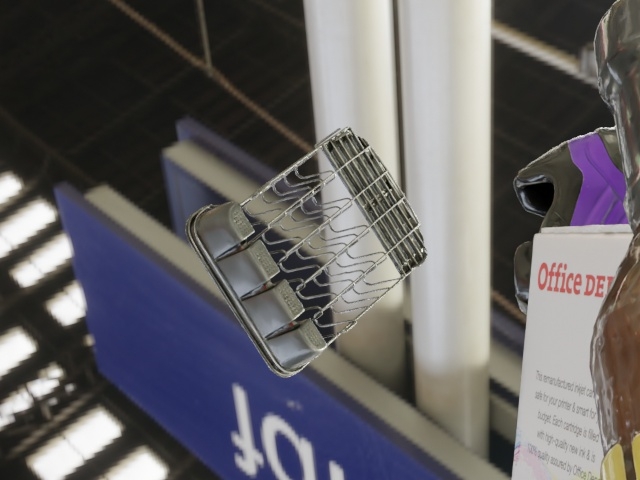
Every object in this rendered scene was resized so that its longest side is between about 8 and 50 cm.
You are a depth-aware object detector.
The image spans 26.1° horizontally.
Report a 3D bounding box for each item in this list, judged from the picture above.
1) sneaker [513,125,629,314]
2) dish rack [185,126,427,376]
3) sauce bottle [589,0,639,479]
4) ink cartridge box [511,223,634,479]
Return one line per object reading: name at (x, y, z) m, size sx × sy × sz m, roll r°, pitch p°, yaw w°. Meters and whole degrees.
sneaker at (0.219, 0.042, 1.003) m, size 0.146 × 0.102 × 0.293 m, roll -16°, pitch -129°, yaw 0°
dish rack at (0.000, 0.000, 1.553) m, size 0.074 × 0.208 × 0.271 m, roll -23°, pitch -169°, yaw 46°
sauce bottle at (0.138, 0.074, 0.401) m, size 0.111 × 0.111 × 0.345 m, roll -4°, pitch -116°, yaw 2°
ink cartridge box at (0.190, 0.135, 0.770) m, size 0.117 × 0.278 × 0.201 m, roll 5°, pitch 179°, yaw -10°
